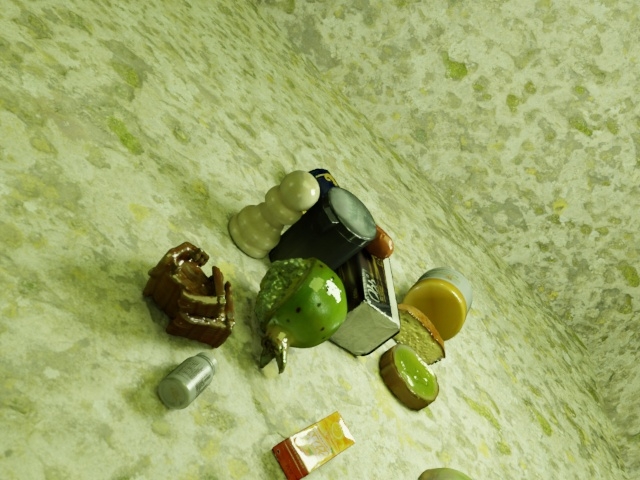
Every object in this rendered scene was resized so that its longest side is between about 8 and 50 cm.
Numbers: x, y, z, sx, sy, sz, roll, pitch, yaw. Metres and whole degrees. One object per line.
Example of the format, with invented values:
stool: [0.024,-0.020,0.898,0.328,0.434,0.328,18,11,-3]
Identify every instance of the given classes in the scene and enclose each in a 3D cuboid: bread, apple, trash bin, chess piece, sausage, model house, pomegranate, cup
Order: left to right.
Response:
model house: [-0.282,0.134,1.472,0.229,0.199,0.220,47,39,3]
chess piece: [-0.124,-0.093,1.876,0.167,0.300,0.167,38,28,-25]
pomegranate: [-0.066,0.196,1.669,0.260,0.260,0.340,37,59,-23]
trash bin: [0.000,0.000,1.946,0.252,0.301,0.203,-10,63,-56]
cup: [0.010,-0.136,2.237,0.256,0.178,0.255,58,1,21]
sausage: [0.169,-0.012,2.009,0.179,0.089,0.089,45,23,24]
bread: [0.297,0.451,2.065,0.236,0.070,0.236,36,28,-23]
bread: [0.341,0.324,2.236,0.260,0.129,0.134,49,25,-4]
apple: [0.375,0.728,1.777,0.193,0.120,0.265,46,22,18]

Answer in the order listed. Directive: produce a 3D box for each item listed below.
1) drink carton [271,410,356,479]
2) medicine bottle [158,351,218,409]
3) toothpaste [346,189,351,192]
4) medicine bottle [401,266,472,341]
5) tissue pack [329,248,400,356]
drink carton: [-0.013,0.503,1.523,0.223,0.071,0.096,-4,59,-58]
medicine bottle: [-0.285,0.302,1.361,0.079,0.079,0.140,49,26,-1]
toothpaste: [0.084,-0.111,2.502,0.058,0.056,0.314,7,35,5]
medicine bottle: [0.451,0.241,2.385,0.238,0.238,0.232,51,25,2]
tissue pack: [0.126,0.165,2.026,0.198,0.210,0.370,31,31,-24]
